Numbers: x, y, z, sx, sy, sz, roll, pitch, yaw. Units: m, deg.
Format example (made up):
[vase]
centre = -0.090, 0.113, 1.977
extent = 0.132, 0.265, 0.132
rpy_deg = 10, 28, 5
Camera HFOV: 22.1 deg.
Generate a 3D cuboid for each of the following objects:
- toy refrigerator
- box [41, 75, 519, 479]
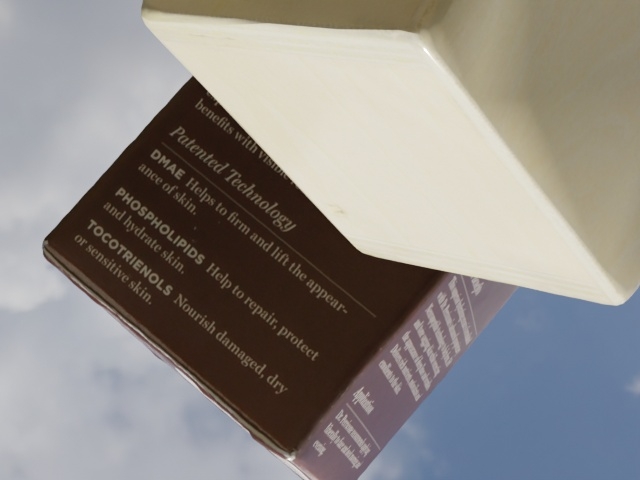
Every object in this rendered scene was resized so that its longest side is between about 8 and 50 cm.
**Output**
[toy refrigerator]
centre = 0.073, -0.129, 0.407
extent = 0.094, 0.102, 0.269
rpy_deg = 12, -114, 43
[box]
centre = 0.000, 0.000, 0.848
extent = 0.167, 0.168, 0.203
rpy_deg = 38, -98, 17
